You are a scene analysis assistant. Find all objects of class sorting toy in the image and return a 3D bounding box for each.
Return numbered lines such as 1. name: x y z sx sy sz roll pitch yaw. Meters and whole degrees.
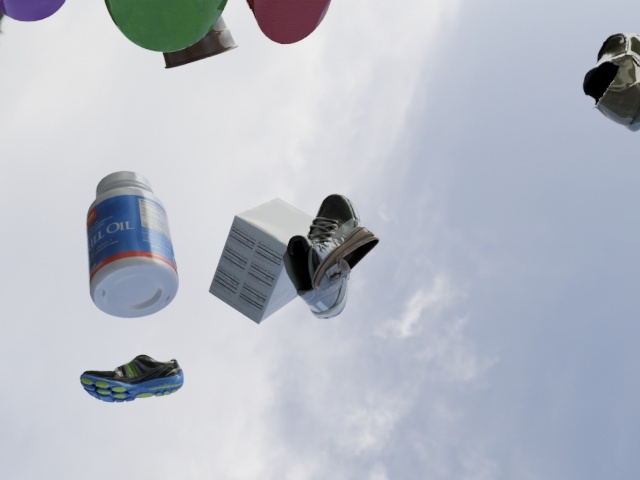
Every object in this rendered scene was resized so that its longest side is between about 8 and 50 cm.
1. sorting toy: -0.147 -0.262 0.581 0.126 0.366 0.127 41 -50 29

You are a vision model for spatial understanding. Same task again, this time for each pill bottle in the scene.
1. pill bottle: -0.289 -0.002 0.938 0.124 0.124 0.221 -36 -134 14

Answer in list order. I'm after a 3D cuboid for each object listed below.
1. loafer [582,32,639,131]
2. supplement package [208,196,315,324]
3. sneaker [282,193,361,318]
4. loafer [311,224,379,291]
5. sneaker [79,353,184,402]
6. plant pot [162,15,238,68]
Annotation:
1. loafer: 0.477 -0.272 0.999 0.088 0.094 0.251 19 -139 0
2. supplement package: -0.116 0.040 1.394 0.149 0.194 0.203 30 -64 15
3. sneaker: 0.000 0.000 0.992 0.086 0.132 0.228 -11 -122 27
4. loafer: 0.038 0.029 0.928 0.039 0.045 0.125 28 -112 36
5. sneaker: -0.357 0.258 1.177 0.078 0.188 0.067 -111 -151 -42
6. plant pot: -0.276 -0.465 1.300 0.167 0.165 0.167 -14 -159 6
